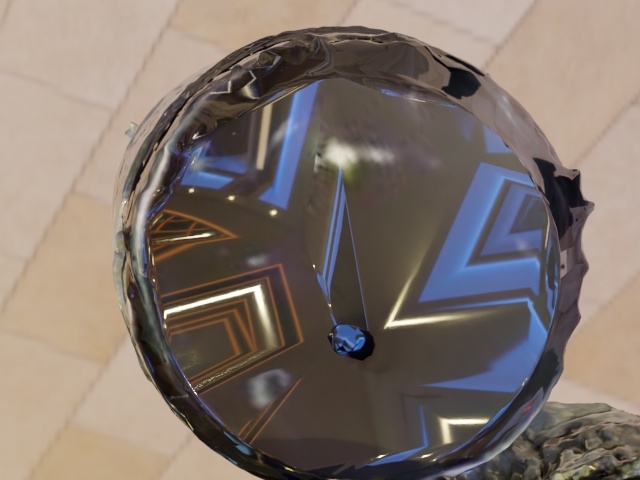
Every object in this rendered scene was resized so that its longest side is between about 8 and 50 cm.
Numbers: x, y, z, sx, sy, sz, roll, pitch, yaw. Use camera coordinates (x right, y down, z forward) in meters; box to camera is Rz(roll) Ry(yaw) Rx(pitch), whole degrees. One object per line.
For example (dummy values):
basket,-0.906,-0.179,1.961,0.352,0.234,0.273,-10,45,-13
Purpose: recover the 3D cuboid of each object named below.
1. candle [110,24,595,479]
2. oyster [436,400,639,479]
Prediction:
candle,0.000,0.000,1.007,0.221,0.221,0.342,16,-177,-8
oyster,0.139,0.158,1.086,0.162,0.158,0.351,9,157,-20
